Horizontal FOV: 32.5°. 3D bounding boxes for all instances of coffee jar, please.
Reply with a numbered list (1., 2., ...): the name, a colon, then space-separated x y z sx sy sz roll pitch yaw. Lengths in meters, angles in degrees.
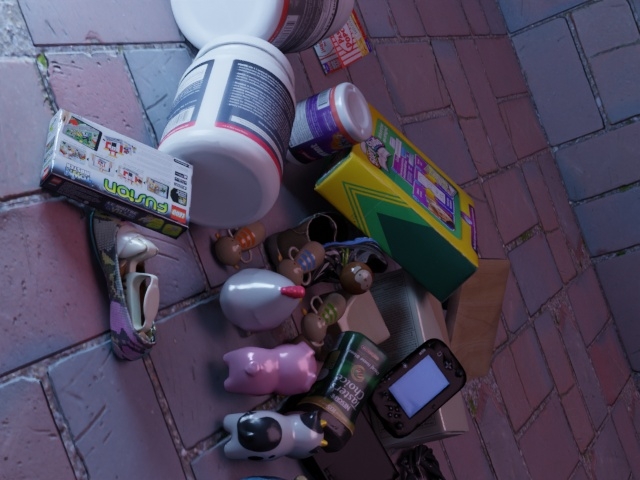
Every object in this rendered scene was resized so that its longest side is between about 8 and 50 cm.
1. coffee jar: 0.031 0.239 1.734 0.096 0.079 0.184 40 59 -15

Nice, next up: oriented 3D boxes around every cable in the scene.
1. cable: 0.203 0.476 2.063 0.184 0.047 0.150 67 22 -1

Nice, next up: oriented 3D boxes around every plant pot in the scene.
1. plant pot: 0.037 0.152 1.902 0.096 0.109 0.109 -40 108 -51

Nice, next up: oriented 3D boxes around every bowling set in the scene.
1. bowling set: -0.032 0.080 1.727 0.287 0.200 0.154 63 31 -7

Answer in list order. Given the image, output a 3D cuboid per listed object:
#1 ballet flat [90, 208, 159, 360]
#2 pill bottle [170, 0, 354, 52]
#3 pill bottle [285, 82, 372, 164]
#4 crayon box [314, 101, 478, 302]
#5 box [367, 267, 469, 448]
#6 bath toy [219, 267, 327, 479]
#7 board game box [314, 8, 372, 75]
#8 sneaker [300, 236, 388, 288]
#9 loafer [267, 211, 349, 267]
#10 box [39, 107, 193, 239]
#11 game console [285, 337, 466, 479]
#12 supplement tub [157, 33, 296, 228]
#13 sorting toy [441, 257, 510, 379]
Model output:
1. ballet flat: -0.250 0.048 1.462 0.077 0.079 0.221 14 60 -55
2. pill bottle: -0.088 -0.432 1.935 0.363 0.210 0.210 -25 95 -63
3. pill bottle: -0.015 -0.195 1.928 0.108 0.194 0.108 39 41 -45
4. crayon box: 0.152 -0.085 2.086 0.313 0.106 0.363 41 20 -10
5. box: 0.160 0.220 2.034 0.121 0.148 0.311 16 60 -58
6. bath toy: -0.060 0.208 1.605 0.151 0.129 0.348 9 72 -56
7. board game box: 0.034 -0.445 2.344 0.146 0.045 0.193 65 28 -11
8. sneaker: 0.040 0.045 1.866 0.188 0.067 0.078 -14 51 -37
9. loafer: 0.000 0.000 1.943 0.251 0.087 0.094 -28 98 -62
10. box: -0.271 -0.089 1.484 0.207 0.036 0.114 23 48 -30
11. game console: 0.104 0.276 1.841 0.361 0.044 0.213 -34 96 -35
12. supplement tub: -0.140 -0.170 1.685 0.191 0.191 0.272 50 34 -34
13. sorting toy: 0.288 0.156 2.273 0.257 0.089 0.255 3 99 -61
